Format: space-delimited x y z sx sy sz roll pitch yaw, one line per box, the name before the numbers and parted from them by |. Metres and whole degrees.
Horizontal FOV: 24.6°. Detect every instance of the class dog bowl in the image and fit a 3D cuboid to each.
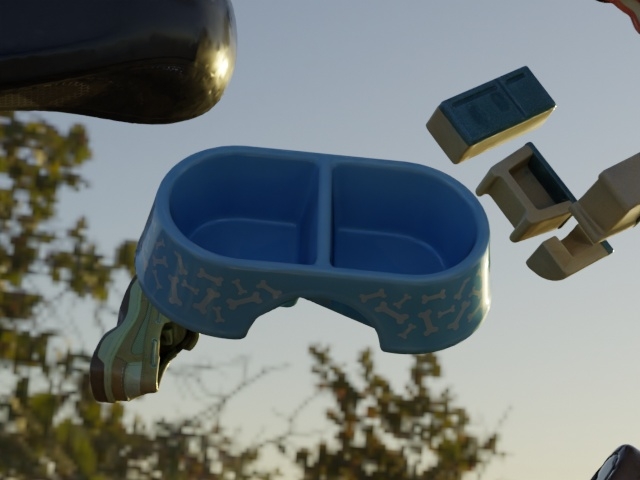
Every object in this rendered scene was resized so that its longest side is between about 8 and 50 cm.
dog bowl | 0.000 0.000 1.189 0.297 0.166 0.074 6 -44 -4

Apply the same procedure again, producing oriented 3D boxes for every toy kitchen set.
toy kitchen set | 0.228 -0.092 1.361 0.122 0.207 0.166 -25 -18 -32

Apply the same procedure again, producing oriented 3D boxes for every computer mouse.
computer mouse | -0.135 -0.115 0.711 0.272 0.188 0.072 -9 -26 -46

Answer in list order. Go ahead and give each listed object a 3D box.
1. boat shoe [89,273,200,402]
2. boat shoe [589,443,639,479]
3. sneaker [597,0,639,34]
boat shoe | -0.140 0.081 1.295 0.072 0.190 0.068 0 -56 12
boat shoe | 0.206 0.271 1.121 0.095 0.095 0.257 30 -51 3
sneaker | 0.325 -0.251 1.336 0.116 0.314 0.136 -38 -2 -37
